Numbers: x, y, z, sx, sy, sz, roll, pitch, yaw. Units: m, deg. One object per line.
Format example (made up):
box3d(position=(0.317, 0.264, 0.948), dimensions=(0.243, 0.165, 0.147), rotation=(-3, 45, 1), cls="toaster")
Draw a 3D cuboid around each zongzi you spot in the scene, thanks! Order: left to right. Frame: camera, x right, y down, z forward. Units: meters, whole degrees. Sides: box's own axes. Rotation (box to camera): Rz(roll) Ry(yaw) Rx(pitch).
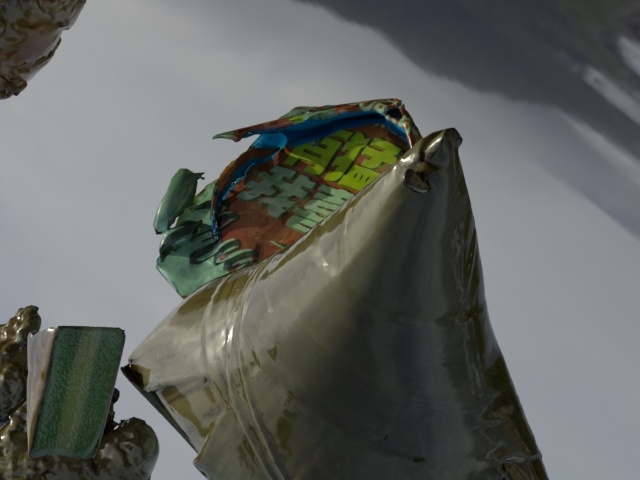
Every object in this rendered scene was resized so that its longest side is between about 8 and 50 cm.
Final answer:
box3d(position=(0.108, 0.161, 0.982), dimensions=(0.447, 0.181, 0.418), rotation=(46, 146, -3), cls="zongzi")

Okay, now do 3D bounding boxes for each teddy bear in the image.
box3d(position=(-0.323, 0.211, 1.680), dimensions=(0.156, 0.267, 0.256), rotation=(8, -133, -43), cls="teddy bear")

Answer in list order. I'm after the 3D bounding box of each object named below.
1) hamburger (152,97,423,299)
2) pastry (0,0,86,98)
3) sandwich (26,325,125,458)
box3d(position=(-0.005, 0.001, 1.380), dimensions=(0.261, 0.276, 0.150), rotation=(59, 175, 33), cls="hamburger")
box3d(position=(-0.381, -0.276, 1.650), dimensions=(0.255, 0.311, 0.162), rotation=(20, -147, -34), cls="pastry")
box3d(position=(-0.218, 0.137, 1.344), dimensions=(0.074, 0.117, 0.074), rotation=(3, 172, -31), cls="sandwich")
